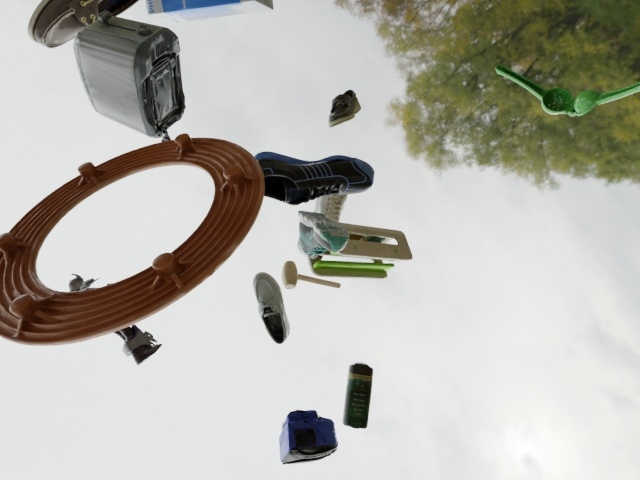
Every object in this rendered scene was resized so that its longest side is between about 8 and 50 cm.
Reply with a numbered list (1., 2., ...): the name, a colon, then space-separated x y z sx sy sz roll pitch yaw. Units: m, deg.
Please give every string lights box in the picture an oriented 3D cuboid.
1. string lights box: -0.254 -0.563 0.943 0.133 0.259 0.077 -61 -31 -66

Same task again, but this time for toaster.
1. toaster: -0.346 -0.297 0.761 0.146 0.227 0.129 22 -128 5

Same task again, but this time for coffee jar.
1. coffee jar: 0.114 0.463 1.238 0.079 0.096 0.185 7 -104 5

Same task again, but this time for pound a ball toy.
1. pound a ball toy: 0.063 0.037 1.139 0.319 0.208 0.136 6 -125 -35

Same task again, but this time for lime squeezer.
1. lime squeezer: 0.497 -0.295 0.804 0.058 0.310 0.110 -37 -53 -12

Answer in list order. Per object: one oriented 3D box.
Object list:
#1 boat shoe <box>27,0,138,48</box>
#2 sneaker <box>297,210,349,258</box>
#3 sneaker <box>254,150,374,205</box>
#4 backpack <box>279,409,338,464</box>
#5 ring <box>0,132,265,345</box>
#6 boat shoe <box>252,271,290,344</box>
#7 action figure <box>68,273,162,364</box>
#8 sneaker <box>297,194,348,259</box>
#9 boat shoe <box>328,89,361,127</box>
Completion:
1. boat shoe: -0.600 -0.602 1.065 0.096 0.116 0.324 39 -112 -8
2. sneaker: 0.000 0.000 0.725 0.064 0.076 0.166 6 -166 -20
3. sneaker: -0.015 -0.102 0.737 0.232 0.081 0.091 3 -133 -3
4. backpack: -0.024 0.430 0.906 0.120 0.098 0.101 6 -130 -17
5. ring: -0.229 -0.033 0.474 0.032 0.336 0.337 72 -153 -44
6. boat shoe: -0.146 0.206 1.232 0.081 0.079 0.228 -88 -20 -76
7. action figure: -0.535 0.193 1.045 0.285 0.185 0.099 50 -136 -9
8. sneaker: 0.034 -0.068 1.290 0.105 0.123 0.290 19 -82 -33
9. boat shoe: 0.042 -0.262 0.808 0.152 0.056 0.049 -63 -44 -58
